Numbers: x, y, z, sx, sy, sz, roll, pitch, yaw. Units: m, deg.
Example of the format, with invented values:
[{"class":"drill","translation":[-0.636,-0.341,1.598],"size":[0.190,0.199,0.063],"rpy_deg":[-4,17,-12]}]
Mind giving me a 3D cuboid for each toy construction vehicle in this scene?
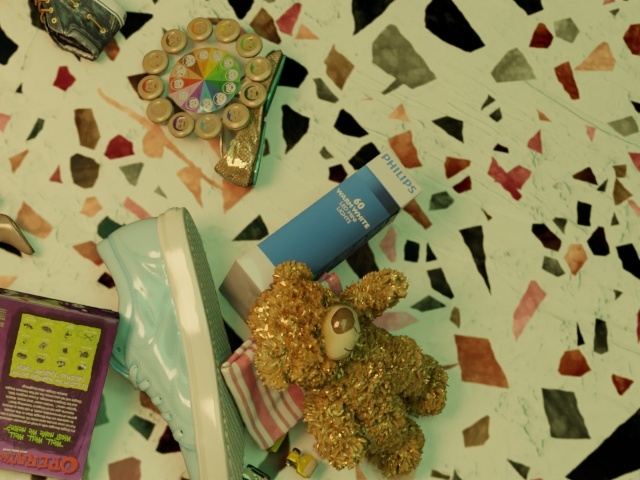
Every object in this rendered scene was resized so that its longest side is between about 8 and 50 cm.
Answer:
[{"class":"toy construction vehicle","translation":[-0.060,0.280,1.466],"size":[0.098,0.035,0.086],"rpy_deg":[31,62,-1]}]

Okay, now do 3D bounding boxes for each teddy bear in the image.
[{"class":"teddy bear","translation":[0.055,0.159,1.424],"size":[0.245,0.113,0.338],"rpy_deg":[-45,125,-26]}]

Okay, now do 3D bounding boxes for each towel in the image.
[{"class":"towel","translation":[-0.028,0.149,1.444],"size":[0.197,0.029,0.144],"rpy_deg":[-41,128,-26]}]

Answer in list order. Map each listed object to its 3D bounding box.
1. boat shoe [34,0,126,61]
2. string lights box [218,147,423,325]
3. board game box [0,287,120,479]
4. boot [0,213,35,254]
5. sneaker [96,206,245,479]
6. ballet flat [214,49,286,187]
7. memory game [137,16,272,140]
[{"class":"boat shoe","translation":[-0.352,-0.314,1.546],"size":[0.183,0.065,0.083],"rpy_deg":[31,66,-6]},{"class":"string lights box","translation":[0.000,0.000,1.513],"size":[0.260,0.133,0.077],"rpy_deg":[-38,85,-23]},{"class":"board game box","translation":[-0.422,0.147,1.343],"size":[0.347,0.056,0.208],"rpy_deg":[13,96,-12]},{"class":"boot","translation":[-0.422,-0.007,1.448],"size":[0.087,0.042,0.118],"rpy_deg":[-38,85,-16]},{"class":"sneaker","translation":[-0.189,0.150,1.431],"size":[0.150,0.135,0.366],"rpy_deg":[-15,74,7]},{"class":"ballet flat","translation":[-0.098,-0.172,1.575],"size":[0.067,0.073,0.206],"rpy_deg":[13,68,-3]},{"class":"memory game","translation":[-0.155,-0.218,1.564],"size":[0.186,0.012,0.186],"rpy_deg":[-3,70,8]}]
